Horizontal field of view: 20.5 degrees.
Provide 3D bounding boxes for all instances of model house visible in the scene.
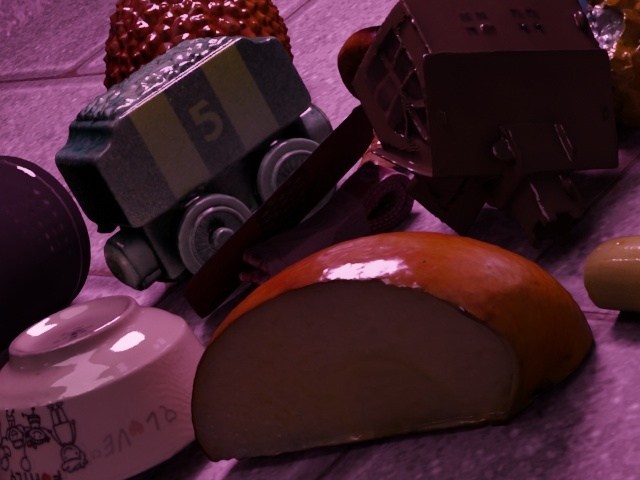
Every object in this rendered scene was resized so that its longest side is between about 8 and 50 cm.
[{"bbox_3d":[0.165,-0.085,1.672,0.211,0.204,0.243,-5,54,-27],"label":"model house"}]

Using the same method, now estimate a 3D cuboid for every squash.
[{"bbox_3d":[0.302,0.033,1.359,0.083,0.083,0.250,-38,21,-20],"label":"squash"}]

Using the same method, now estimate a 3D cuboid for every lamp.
[{"bbox_3d":[-0.386,0.037,1.996,0.205,0.374,0.272,-23,-10,32],"label":"lamp"}]

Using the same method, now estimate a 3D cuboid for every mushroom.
[{"bbox_3d":[0.078,-0.136,1.961,0.227,0.148,0.217,-7,46,53],"label":"mushroom"}]

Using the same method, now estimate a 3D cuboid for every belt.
[{"bbox_3d":[0.000,0.000,1.801,0.232,0.071,0.053,-40,34,-23],"label":"belt"}]

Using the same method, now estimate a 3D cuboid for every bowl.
[{"bbox_3d":[-0.209,0.133,1.655,0.238,0.126,0.238,-19,14,5],"label":"bowl"}]

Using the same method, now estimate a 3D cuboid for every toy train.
[{"bbox_3d":[-0.126,-0.088,1.925,0.299,0.238,0.167,-38,21,-23],"label":"toy train"}]

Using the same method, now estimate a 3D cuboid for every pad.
[{"bbox_3d":[-0.038,-0.028,1.800,0.267,0.004,0.181,-47,-11,-7],"label":"pad"}]

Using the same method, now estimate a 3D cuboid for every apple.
[{"bbox_3d":[0.048,0.085,1.493,0.346,0.254,0.179,-14,67,32],"label":"apple"}]

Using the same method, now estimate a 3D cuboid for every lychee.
[{"bbox_3d":[-0.164,-0.239,2.276,0.267,0.267,0.267,-25,23,11],"label":"lychee"}]

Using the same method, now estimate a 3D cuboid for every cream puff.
[{"bbox_3d":[0.298,-0.171,1.766,0.121,0.156,0.156,8,4,-29],"label":"cream puff"}]

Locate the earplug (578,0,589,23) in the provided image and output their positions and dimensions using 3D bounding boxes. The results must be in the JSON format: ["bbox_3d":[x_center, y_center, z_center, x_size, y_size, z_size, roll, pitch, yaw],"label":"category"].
[{"bbox_3d":[0.323,-0.294,1.930,0.185,0.185,0.324,-41,20,-27],"label":"earplug"}]

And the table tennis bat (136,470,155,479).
[{"bbox_3d":[-0.241,0.233,1.649,0.201,0.033,0.124,-15,21,23],"label":"table tennis bat"}]
